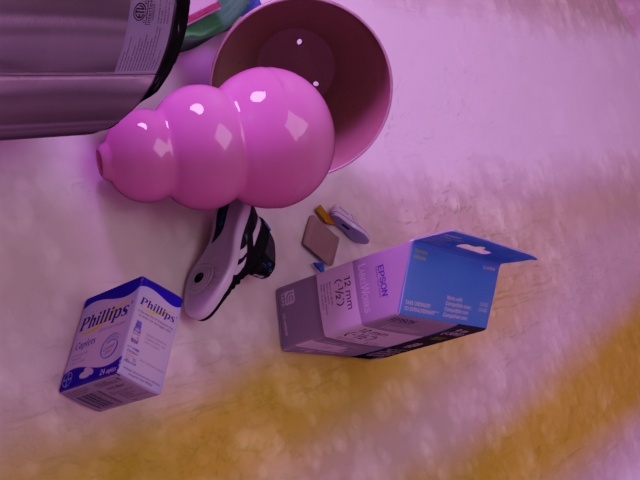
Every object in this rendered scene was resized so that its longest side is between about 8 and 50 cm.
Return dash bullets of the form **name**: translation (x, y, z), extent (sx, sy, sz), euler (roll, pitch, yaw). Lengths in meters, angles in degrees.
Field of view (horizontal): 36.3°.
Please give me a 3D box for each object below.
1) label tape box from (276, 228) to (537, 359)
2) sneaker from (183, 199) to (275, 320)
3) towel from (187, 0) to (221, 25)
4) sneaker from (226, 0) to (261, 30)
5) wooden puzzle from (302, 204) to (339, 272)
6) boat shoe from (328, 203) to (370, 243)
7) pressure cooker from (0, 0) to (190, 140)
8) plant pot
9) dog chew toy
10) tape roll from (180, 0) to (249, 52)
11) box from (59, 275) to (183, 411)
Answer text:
- **label tape box**: translation (0.140, 0.097, 1.547), extent (0.249, 0.347, 0.115), euler (14, 65, -48)
- **sneaker**: translation (-0.122, 0.046, 1.466), extent (0.121, 0.079, 0.217), euler (48, 48, -40)
- **towel**: translation (-0.299, -0.427, 1.348), extent (0.237, 0.037, 0.329), euler (-38, 106, -37)
- **sneaker**: translation (-0.150, -0.400, 1.635), extent (0.152, 0.058, 0.085), euler (-43, 114, -55)
- **wooden puzzle**: translation (0.000, 0.000, 1.692), extent (0.078, 0.014, 0.116), euler (45, 44, -24)
- **boat shoe**: translation (0.055, -0.031, 1.756), extent (0.100, 0.035, 0.035), euler (36, 52, -28)
- **pressure cooker**: translation (-0.393, -0.286, 1.029), extent (0.420, 0.375, 0.370), euler (-15, 90, -53)
- **plant pot**: translation (-0.035, -0.265, 1.589), extent (0.284, 0.284, 0.191), euler (55, 9, -20)
- **dog chew toy**: translation (-0.150, -0.133, 1.385), extent (0.331, 0.206, 0.207), euler (-12, 83, -23)
- **tape roll**: translation (-0.246, -0.444, 1.458), extent (0.321, 0.077, 0.321), euler (8, 76, -35)
- **box**: translation (-0.251, 0.131, 1.229), extent (0.072, 0.126, 0.137), euler (36, 49, -35)
